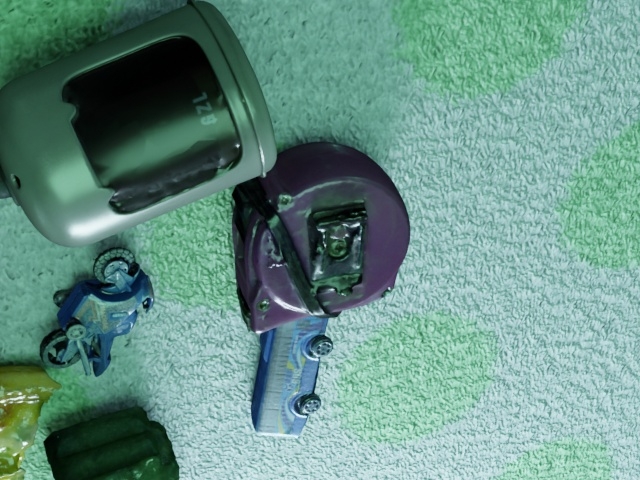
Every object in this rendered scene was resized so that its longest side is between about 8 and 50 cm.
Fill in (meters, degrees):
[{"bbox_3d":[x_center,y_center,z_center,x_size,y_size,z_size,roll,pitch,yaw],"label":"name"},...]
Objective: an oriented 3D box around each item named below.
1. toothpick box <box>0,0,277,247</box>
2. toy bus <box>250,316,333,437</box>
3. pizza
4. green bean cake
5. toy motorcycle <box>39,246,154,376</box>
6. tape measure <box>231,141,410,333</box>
[{"bbox_3d":[-0.230,-0.119,1.299,0.316,0.229,0.229,-24,129,-9],"label":"toothpick box"},{"bbox_3d":[-0.044,0.178,1.663,0.094,0.079,0.237,-1,123,-19],"label":"toy bus"},{"bbox_3d":[-0.464,0.295,1.577,0.279,0.075,0.288,-19,128,-7],"label":"pizza"},{"bbox_3d":[-0.252,0.427,1.606,0.169,0.308,0.300,-17,129,-12],"label":"green bean cake"},{"bbox_3d":[-0.285,0.095,1.516,0.114,0.076,0.205,19,115,-39],"label":"toy motorcycle"},{"bbox_3d":[0.000,0.000,1.508,0.231,0.149,0.245,-12,123,-10],"label":"tape measure"}]
